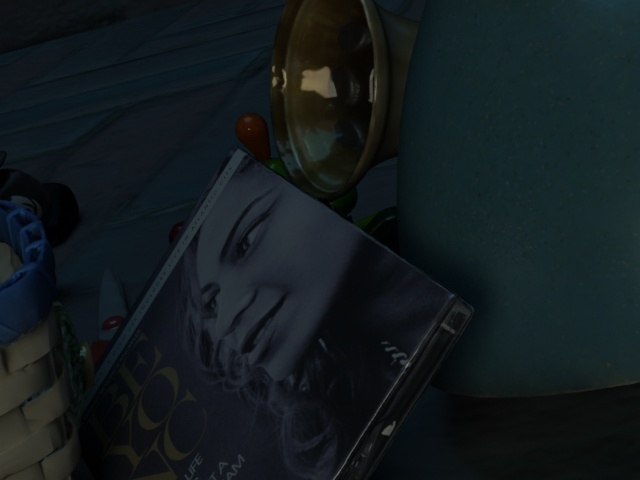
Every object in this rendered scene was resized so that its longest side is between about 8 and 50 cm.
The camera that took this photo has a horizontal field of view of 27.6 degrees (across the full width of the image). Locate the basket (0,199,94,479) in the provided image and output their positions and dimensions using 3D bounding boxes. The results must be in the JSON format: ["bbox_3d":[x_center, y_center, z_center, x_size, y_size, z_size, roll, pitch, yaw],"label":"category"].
[{"bbox_3d":[-0.221,0.025,0.573,0.201,0.289,0.255,-28,23,-14],"label":"basket"}]

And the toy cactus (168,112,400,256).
[{"bbox_3d":[0.000,0.000,0.779,0.219,0.112,0.180,-2,32,14],"label":"toy cactus"}]

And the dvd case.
[{"bbox_3d":[-0.038,0.056,0.556,0.164,0.018,0.221,-58,30,3],"label":"dvd case"}]

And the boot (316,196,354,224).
[{"bbox_3d":[-0.026,0.040,0.659,0.121,0.099,0.045,-26,18,-24],"label":"boot"}]

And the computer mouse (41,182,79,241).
[{"bbox_3d":[-0.253,-0.001,1.084,0.071,0.041,0.242,-15,19,6],"label":"computer mouse"}]

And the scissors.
[{"bbox_3d":[-0.137,0.063,0.818,0.109,0.021,0.297,-26,21,-19],"label":"scissors"}]

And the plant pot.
[{"bbox_3d":[0.155,-0.074,0.576,0.290,0.195,0.290,-17,5,1],"label":"plant pot"}]

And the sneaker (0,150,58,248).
[{"bbox_3d":[-0.245,0.010,0.871,0.180,0.124,0.321,-37,28,-27],"label":"sneaker"}]

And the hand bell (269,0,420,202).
[{"bbox_3d":[0.106,-0.086,0.740,0.242,0.126,0.126,-2,10,-26],"label":"hand bell"}]
